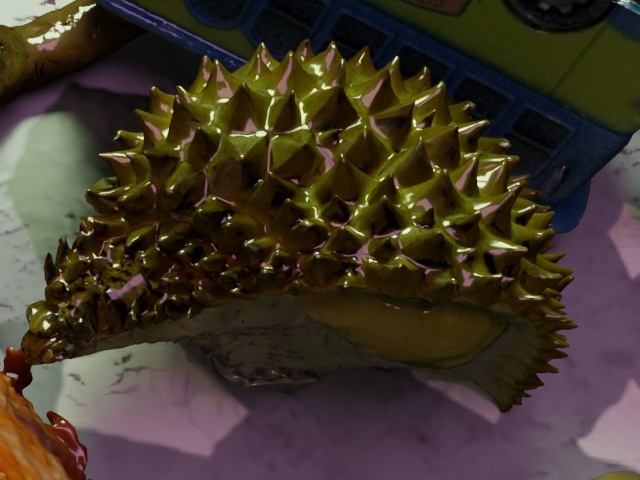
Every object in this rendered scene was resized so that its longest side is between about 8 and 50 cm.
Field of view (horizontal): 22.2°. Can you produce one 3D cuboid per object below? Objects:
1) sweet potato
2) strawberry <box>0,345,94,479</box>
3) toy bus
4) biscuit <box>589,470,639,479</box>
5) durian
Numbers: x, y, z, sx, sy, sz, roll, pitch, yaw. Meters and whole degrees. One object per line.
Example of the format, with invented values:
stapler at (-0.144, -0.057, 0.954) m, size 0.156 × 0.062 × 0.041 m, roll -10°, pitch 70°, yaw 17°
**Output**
sweet potato at (-0.194, -0.093, 0.865) m, size 0.269 × 0.075 × 0.075 m, roll -12°, pitch 66°, yaw -34°
strawberry at (-0.186, 0.124, 0.684) m, size 0.178 × 0.234 × 0.234 m, roll -41°, pitch 79°, yaw -3°
toy bus at (0.055, -0.160, 0.889) m, size 0.312 × 0.190 × 0.152 m, roll 26°, pitch 45°, yaw -9°
biscuit at (0.147, 0.271, 0.778) m, size 0.237 × 0.062 × 0.290 m, roll -22°, pitch 73°, yaw -27°
durian at (0.000, 0.000, 0.797) m, size 0.306 × 0.166 × 0.172 m, roll -2°, pitch 50°, yaw -33°
